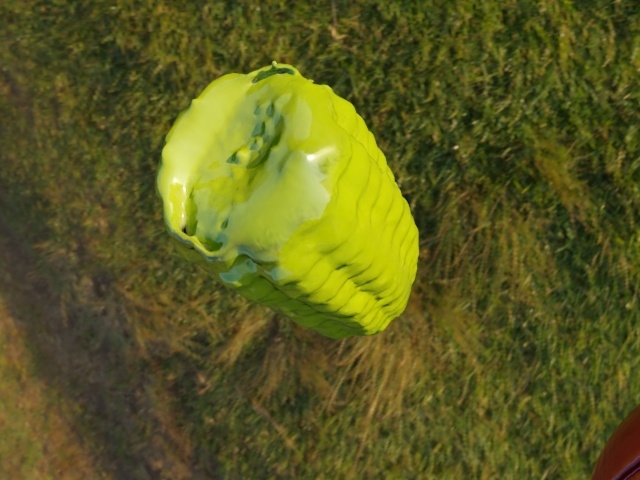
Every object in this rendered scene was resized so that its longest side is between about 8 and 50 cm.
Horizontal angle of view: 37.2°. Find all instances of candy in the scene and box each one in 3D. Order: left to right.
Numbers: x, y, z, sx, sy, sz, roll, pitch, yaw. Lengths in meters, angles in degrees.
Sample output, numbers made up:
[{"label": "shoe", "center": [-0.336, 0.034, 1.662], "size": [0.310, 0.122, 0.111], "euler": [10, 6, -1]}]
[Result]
[{"label": "candy", "center": [0.000, 0.000, 0.457], "size": [0.096, 0.209, 0.097], "euler": [-7, 67, 17]}]

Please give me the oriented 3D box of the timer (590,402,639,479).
[{"label": "timer", "center": [0.465, 0.288, 0.978], "size": [0.378, 0.279, 0.378], "euler": [-3, 133, -3]}]
